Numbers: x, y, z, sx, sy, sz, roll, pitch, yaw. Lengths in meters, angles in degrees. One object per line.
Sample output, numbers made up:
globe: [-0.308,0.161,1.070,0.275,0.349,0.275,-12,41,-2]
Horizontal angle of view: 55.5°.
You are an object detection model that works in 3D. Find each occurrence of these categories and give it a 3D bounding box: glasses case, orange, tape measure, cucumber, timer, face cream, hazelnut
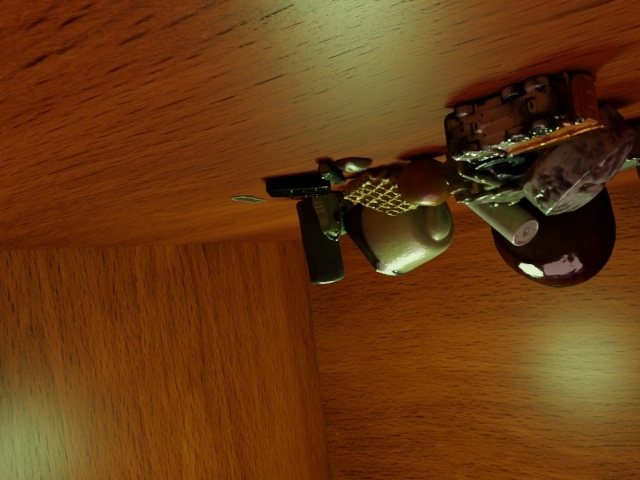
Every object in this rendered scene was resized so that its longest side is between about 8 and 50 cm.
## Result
glasses case: [0.000,0.000,2.265,0.131,0.323,0.074,-9,176,-26]
orange: [0.294,-0.165,1.700,0.158,0.136,0.159,1,-174,0]
glasses case: [0.806,-0.247,1.649,0.083,0.128,0.308,18,179,6]
tape measure: [0.058,-0.095,2.193,0.154,0.178,0.087,-18,-173,-35]
cucumber: [0.035,-0.180,1.678,0.043,0.044,0.256,37,-173,10]
timer: [-0.063,-0.160,1.797,0.187,0.055,0.144,-3,175,1]
face cream: [0.515,-0.118,1.865,0.102,0.102,0.345,-5,-142,-29]
hazelnut: [0.729,-0.055,1.957,0.402,0.429,0.402,-14,158,-6]

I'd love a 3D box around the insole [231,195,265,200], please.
insole: [-0.246,-0.141,2.089,0.065,0.006,0.193,-8,176,19]

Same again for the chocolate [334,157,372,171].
chocolate: [0.090,-0.199,1.620,0.064,0.031,0.100,-16,170,42]

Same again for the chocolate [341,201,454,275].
chocolate: [0.307,-0.076,2.127,0.314,0.326,0.297,-36,175,-47]

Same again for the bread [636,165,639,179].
bread: [0.965,-0.205,1.701,0.142,0.195,0.269,-19,139,27]

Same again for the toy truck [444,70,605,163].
toy truck: [0.371,-0.226,1.137,0.135,0.114,0.270,3,169,-42]

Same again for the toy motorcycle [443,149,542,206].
toy motorcycle: [0.492,-0.183,1.647,0.237,0.169,0.410,-17,166,36]

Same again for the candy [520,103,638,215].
candy: [0.592,-0.175,1.399,0.214,0.157,0.289,-30,162,-35]

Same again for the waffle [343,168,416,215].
waffle: [0.214,-0.150,1.866,0.229,0.057,0.219,18,161,-16]

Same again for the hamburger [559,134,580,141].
hamburger: [0.448,-0.234,1.250,0.137,0.087,0.166,-13,-179,-44]
